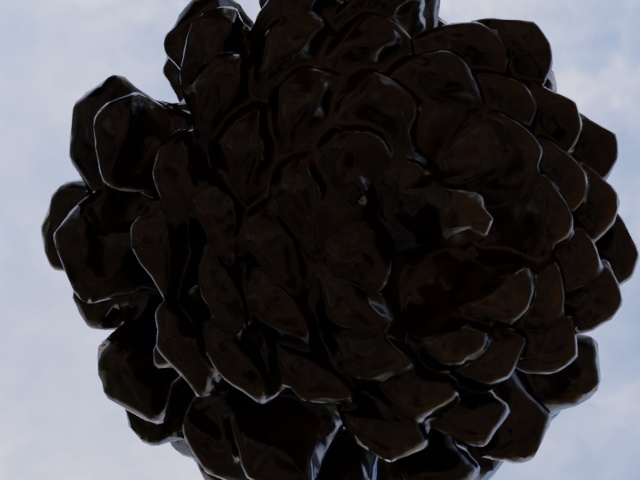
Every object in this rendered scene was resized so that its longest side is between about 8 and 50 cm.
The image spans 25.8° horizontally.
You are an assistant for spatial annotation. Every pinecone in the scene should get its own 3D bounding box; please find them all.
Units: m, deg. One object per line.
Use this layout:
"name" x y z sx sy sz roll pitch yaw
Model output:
"pinecone" 0.000 0.000 0.990 0.397 0.398 0.398 -1 -96 8
